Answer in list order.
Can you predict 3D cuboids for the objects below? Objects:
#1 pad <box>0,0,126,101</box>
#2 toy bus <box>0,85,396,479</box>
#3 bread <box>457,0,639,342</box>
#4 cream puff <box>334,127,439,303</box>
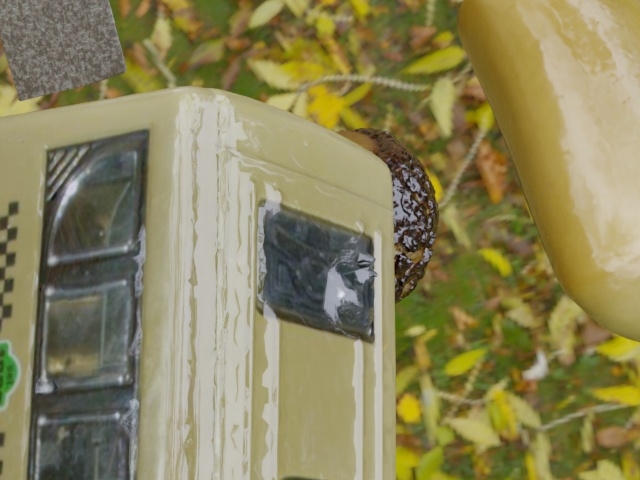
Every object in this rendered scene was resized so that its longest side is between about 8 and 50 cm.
[{"bbox_3d":[-0.329,-0.297,1.875,0.003,0.158,0.235,-33,110,-67],"label":"pad"},{"bbox_3d":[-0.071,0.129,0.647,0.177,0.202,0.365,18,68,-51],"label":"toy bus"},{"bbox_3d":[0.156,-0.054,0.805,0.147,0.098,0.217,13,48,-48],"label":"bread"},{"bbox_3d":[0.000,0.000,1.466,0.239,0.239,0.164,-37,114,-30],"label":"cream puff"}]
